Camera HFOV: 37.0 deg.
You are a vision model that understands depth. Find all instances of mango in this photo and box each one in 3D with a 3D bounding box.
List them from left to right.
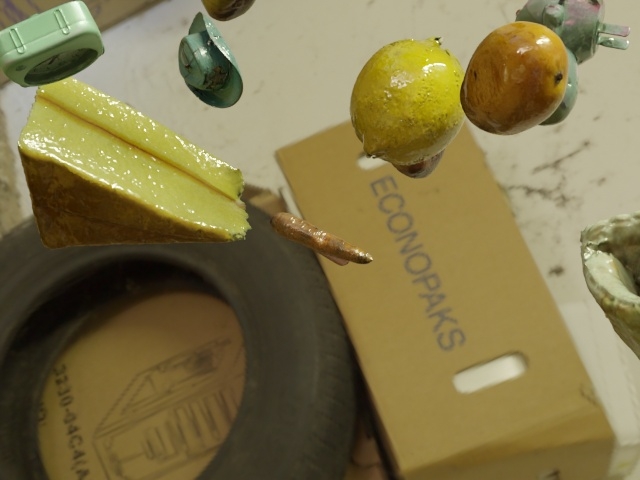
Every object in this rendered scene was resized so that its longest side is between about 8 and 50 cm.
[{"bbox_3d":[0.213,-0.173,1.071,0.115,0.089,0.165,57,-31,21],"label":"mango"}]

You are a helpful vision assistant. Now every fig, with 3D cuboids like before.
[{"bbox_3d":[-0.215,-0.576,2.221,0.136,0.153,0.121,-12,87,-42],"label":"fig"},{"bbox_3d":[0.165,-0.220,2.043,0.201,0.146,0.134,20,-17,16],"label":"fig"}]

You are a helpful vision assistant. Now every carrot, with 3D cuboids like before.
[{"bbox_3d":[0.000,0.001,1.310,0.165,0.036,0.035,24,-7,23],"label":"carrot"}]

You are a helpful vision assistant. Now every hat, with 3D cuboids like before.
[{"bbox_3d":[-0.217,-0.325,1.732,0.077,0.138,0.191,-14,56,-38],"label":"hat"}]

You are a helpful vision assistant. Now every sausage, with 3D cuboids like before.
[{"bbox_3d":[0.013,0.013,1.652,0.129,0.034,0.034,33,32,-60],"label":"sausage"}]

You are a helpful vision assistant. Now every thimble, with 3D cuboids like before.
[{"bbox_3d":[0.355,0.057,0.973,0.143,0.137,0.190,45,-10,-37],"label":"thimble"}]

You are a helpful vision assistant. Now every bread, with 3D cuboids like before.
[{"bbox_3d":[-0.295,-0.131,1.620,0.233,0.361,0.245,-93,-175,-46],"label":"bread"}]

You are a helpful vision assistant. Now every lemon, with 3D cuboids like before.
[{"bbox_3d":[0.127,-0.198,1.391,0.173,0.206,0.173,37,-15,11],"label":"lemon"}]

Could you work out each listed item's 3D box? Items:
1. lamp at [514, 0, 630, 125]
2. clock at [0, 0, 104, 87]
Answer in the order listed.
[{"bbox_3d":[0.515,-0.403,2.017,0.301,0.247,0.247,-69,156,-15],"label":"lamp"},{"bbox_3d":[-0.271,-0.192,0.969,0.041,0.101,0.135,64,-7,1],"label":"clock"}]
